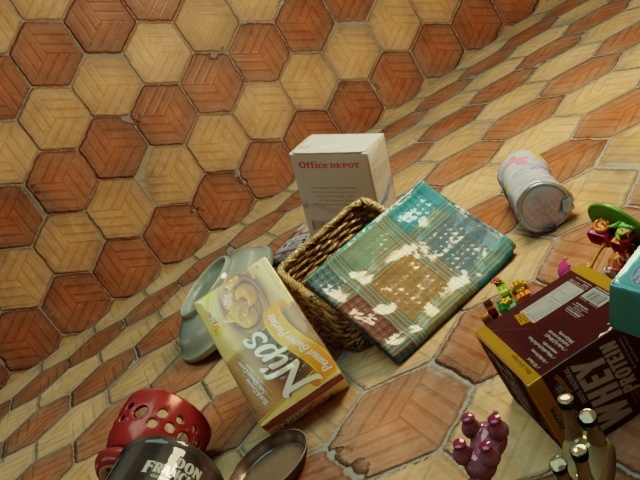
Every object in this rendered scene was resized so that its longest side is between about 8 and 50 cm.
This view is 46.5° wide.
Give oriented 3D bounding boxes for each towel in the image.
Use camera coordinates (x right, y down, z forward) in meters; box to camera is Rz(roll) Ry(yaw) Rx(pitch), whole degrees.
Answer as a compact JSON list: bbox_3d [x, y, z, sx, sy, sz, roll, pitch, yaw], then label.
[{"bbox_3d":[0.188,0.049,1.533,0.370,0.040,0.271,-39,61,-22],"label":"towel"}]

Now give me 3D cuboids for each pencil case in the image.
[{"bbox_3d":[0.470,-0.116,1.645,0.124,0.113,0.273,-20,19,10],"label":"pencil case"}]

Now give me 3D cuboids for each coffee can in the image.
[{"bbox_3d":[-0.289,0.479,1.185,0.202,0.201,0.275,-26,18,23],"label":"coffee can"}]

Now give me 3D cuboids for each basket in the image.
[{"bbox_3d":[0.095,0.065,1.626,0.299,0.223,0.213,-39,17,-22],"label":"basket"}]

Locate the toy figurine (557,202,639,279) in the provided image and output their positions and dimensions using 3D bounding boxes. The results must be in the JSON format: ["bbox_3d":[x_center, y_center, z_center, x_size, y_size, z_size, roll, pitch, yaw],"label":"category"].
[{"bbox_3d":[0.474,0.045,1.239,0.159,0.130,0.173,-49,43,-7],"label":"toy figurine"}]

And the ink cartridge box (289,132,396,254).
[{"bbox_3d":[0.073,-0.117,1.947,0.226,0.306,0.131,3,31,28],"label":"ink cartridge box"}]

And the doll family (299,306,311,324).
[{"bbox_3d":[-0.010,0.139,1.791,0.263,0.118,0.163,-32,-11,-13],"label":"doll family"}]

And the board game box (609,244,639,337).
[{"bbox_3d":[0.548,0.053,0.848,0.336,0.079,0.254,22,52,39],"label":"board game box"}]

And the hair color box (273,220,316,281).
[{"bbox_3d":[0.000,0.000,2.193,0.174,0.105,0.347,-15,23,46],"label":"hair color box"}]

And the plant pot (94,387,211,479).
[{"bbox_3d":[-0.335,0.417,1.476,0.191,0.191,0.174,-22,24,32],"label":"plant pot"}]

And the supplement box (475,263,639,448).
[{"bbox_3d":[0.356,0.158,1.037,0.194,0.129,0.191,-33,17,-1],"label":"supplement box"}]

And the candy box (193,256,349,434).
[{"bbox_3d":[-0.103,0.207,1.497,0.183,0.087,0.316,-34,60,-3],"label":"candy box"}]

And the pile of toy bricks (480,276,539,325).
[{"bbox_3d":[0.327,0.109,1.274,0.118,0.105,0.212,-30,16,10],"label":"pile of toy bricks"}]

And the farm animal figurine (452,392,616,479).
[{"bbox_3d":[0.198,0.346,0.765,0.331,0.172,0.326,-24,29,2],"label":"farm animal figurine"}]

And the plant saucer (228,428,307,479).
[{"bbox_3d":[-0.089,0.406,1.330,0.169,0.029,0.168,-29,17,10],"label":"plant saucer"}]

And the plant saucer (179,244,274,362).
[{"bbox_3d":[-0.294,0.154,2.110,0.400,0.101,0.400,-44,19,19],"label":"plant saucer"}]
